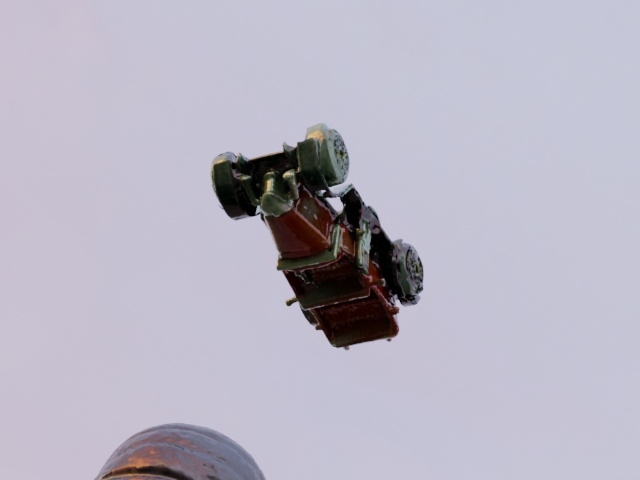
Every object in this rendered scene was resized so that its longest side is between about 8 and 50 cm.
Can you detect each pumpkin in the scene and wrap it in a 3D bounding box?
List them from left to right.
[{"bbox_3d":[-0.117,0.303,1.396,0.248,0.248,0.248,14,-61,27],"label":"pumpkin"}]

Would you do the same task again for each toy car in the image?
[{"bbox_3d":[0.000,0.000,0.789,0.073,0.054,0.143,-12,-40,21],"label":"toy car"}]
